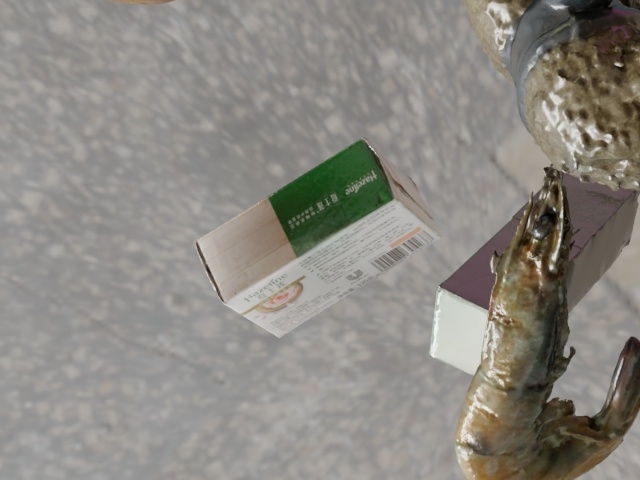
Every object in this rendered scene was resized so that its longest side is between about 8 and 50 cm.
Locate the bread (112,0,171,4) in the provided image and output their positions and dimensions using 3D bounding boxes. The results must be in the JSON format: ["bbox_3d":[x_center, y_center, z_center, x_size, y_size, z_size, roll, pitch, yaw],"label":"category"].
[{"bbox_3d":[-0.191,-0.251,1.755,0.129,0.126,0.044,11,95,32],"label":"bread"}]

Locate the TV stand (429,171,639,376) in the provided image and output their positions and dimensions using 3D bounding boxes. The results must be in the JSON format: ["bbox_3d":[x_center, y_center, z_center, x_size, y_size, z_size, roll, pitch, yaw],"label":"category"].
[{"bbox_3d":[0.211,0.024,1.760,0.083,0.269,0.088,24,133,24],"label":"TV stand"}]

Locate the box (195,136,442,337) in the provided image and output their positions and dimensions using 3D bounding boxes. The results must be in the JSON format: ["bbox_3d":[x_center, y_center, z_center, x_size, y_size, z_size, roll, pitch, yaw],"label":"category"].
[{"bbox_3d":[0.000,0.000,1.745,0.199,0.135,0.081,-33,64,10],"label":"box"}]

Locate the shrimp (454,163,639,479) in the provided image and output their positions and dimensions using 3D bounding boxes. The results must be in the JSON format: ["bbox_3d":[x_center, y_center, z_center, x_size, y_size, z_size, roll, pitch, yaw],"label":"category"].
[{"bbox_3d":[0.195,0.077,1.428,0.169,0.058,0.296,-4,119,-26],"label":"shrimp"}]

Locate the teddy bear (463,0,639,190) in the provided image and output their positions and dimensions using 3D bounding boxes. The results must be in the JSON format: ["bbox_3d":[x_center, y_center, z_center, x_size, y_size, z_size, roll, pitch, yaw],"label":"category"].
[{"bbox_3d":[0.160,-0.087,0.959,0.129,0.182,0.251,-34,48,-25],"label":"teddy bear"}]
